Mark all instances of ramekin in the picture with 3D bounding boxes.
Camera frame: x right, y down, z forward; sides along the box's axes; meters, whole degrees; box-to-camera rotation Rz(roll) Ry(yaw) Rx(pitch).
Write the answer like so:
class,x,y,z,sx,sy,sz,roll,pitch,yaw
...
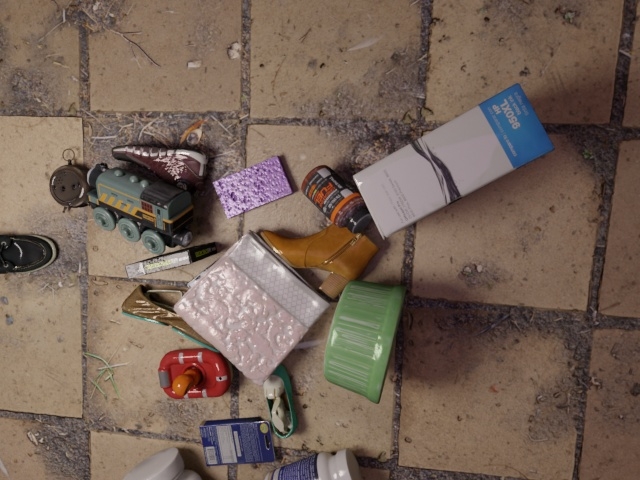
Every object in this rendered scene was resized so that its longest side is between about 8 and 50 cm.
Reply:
class,x,y,z,sx,sy,sz,roll,pitch,yaw
ramekin,0.116,0.247,1.067,0.148,0.303,0.303,13,97,14

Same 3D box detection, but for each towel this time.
class,x,y,z,sx,sy,sz,roll,pitch,yaw
towel,-0.189,0.187,1.162,0.332,0.053,0.317,42,88,1

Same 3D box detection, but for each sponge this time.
class,x,y,z,sx,sy,sz,roll,pitch,yaw
sponge,-0.194,-0.154,1.196,0.210,0.031,0.117,-20,93,9

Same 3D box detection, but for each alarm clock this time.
class,x,y,z,sx,sy,sz,roll,pitch,yaw
alarm clock,-0.756,-0.183,1.254,0.129,0.064,0.192,-7,92,8

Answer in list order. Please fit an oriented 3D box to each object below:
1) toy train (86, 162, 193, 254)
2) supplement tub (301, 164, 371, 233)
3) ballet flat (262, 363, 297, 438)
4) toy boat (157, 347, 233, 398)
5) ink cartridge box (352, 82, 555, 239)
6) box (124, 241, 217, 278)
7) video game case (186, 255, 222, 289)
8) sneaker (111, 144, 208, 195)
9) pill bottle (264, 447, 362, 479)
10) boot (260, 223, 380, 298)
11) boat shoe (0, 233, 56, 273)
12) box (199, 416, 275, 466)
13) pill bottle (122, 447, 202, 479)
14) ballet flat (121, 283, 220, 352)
class,x,y,z,sx,sy,sz,roll,pitch,yaw
toy train,-0.503,-0.096,1.153,0.334,0.142,0.190,23,127,13
supplement tub,0.046,-0.107,1.103,0.106,0.106,0.198,-49,67,9
ballet flat,-0.124,0.468,1.220,0.083,0.087,0.247,-15,93,9
toy boat,-0.380,0.406,1.215,0.231,0.151,0.150,-6,95,8
ink cartridge box,0.289,-0.172,1.001,0.395,0.285,0.166,-29,90,9
box,-0.415,0.053,1.169,0.191,0.184,0.045,-13,93,8
video game case,-0.211,0.160,1.209,0.248,0.035,0.274,-38,90,1
sneaker,-0.467,-0.188,1.194,0.282,0.106,0.162,5,99,6
pill bottle,-0.019,0.710,1.197,0.265,0.153,0.153,-26,92,9
boot,0.001,0.000,1.163,0.295,0.104,0.211,38,90,4
boat shoe,-1.005,0.045,1.280,0.340,0.113,0.127,2,96,7
box,-0.253,0.621,1.278,0.225,0.036,0.136,-7,95,9
pill bottle,-0.426,0.854,1.227,0.229,0.229,0.407,-22,92,9
ballet flat,-0.423,0.218,1.237,0.343,0.116,0.124,19,78,9
